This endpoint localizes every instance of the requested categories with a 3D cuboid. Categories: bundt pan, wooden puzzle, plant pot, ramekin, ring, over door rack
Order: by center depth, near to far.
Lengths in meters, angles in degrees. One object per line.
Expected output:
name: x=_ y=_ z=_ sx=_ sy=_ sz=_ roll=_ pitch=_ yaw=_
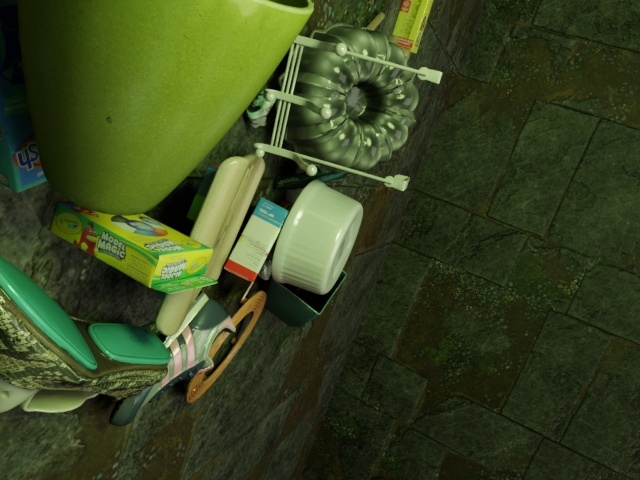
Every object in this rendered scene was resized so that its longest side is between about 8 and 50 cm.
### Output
plant pot: x=-0.194 y=-0.180 z=0.551 sx=0.293 sy=0.275 sz=0.275 roll=-59 pitch=167 yaw=29
over door rack: x=0.051 y=-0.236 z=0.952 sx=0.108 sy=0.324 sz=0.239 roll=-93 pitch=-164 yaw=-66
wooden puzzle: x=-0.213 y=-0.022 z=0.968 sx=0.348 sy=0.081 sz=0.322 roll=-88 pitch=-158 yaw=-80
bundt pan: x=0.079 y=-0.296 z=1.095 sx=0.331 sy=0.124 sz=0.330 roll=-10 pitch=111 yaw=-27
ramekin: x=0.000 y=0.000 z=1.269 sx=0.277 sy=0.135 sz=0.277 roll=23 pitch=90 yaw=-78
ring: x=-0.248 y=0.269 z=1.324 sx=0.336 sy=0.032 sz=0.336 roll=-55 pitch=172 yaw=-11
plant pot: x=-0.069 y=0.155 z=1.521 sx=0.165 sy=0.165 sz=0.234 roll=-52 pitch=180 yaw=-36

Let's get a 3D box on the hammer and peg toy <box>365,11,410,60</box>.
hammer and peg toy: x=0.165 y=-0.474 z=1.485 sx=0.266 sy=0.127 sz=0.361 roll=-56 pitch=159 yaw=-27

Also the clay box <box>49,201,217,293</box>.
clay box: x=-0.262 y=0.006 z=0.747 sx=0.127 sy=0.222 sz=0.053 roll=-11 pitch=123 yaw=-69

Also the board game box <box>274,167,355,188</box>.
board game box: x=-0.009 y=-0.165 z=1.322 sx=0.126 sy=0.186 sz=0.026 roll=-9 pitch=88 yaw=-68

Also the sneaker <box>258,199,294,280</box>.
sneaker: x=-0.108 y=0.006 z=1.379 sx=0.225 sy=0.093 sz=0.088 roll=-67 pitch=163 yaw=6

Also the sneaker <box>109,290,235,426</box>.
sneaker: x=-0.299 y=0.264 z=1.068 sx=0.319 sy=0.131 sz=0.112 roll=-55 pitch=-164 yaw=-25

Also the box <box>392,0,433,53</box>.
box: x=0.298 y=-0.725 z=1.616 sx=0.058 sy=0.087 sz=0.232 roll=-25 pitch=137 yaw=-60

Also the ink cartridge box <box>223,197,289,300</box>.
ink cartridge box: x=-0.163 y=0.024 z=1.206 sx=0.231 sy=0.078 sz=0.134 roll=-63 pitch=-175 yaw=-10

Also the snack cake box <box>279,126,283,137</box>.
snack cake box: x=0.022 y=-0.341 z=1.220 sx=0.264 sy=0.152 sz=0.089 roll=-67 pitch=162 yaw=6

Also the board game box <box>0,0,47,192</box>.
board game box: x=-0.327 y=-0.183 z=0.613 sx=0.160 sy=0.047 sz=0.210 roll=-45 pitch=153 yaw=-48

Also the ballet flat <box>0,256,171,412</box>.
ballet flat: x=-0.390 y=0.181 z=0.757 sx=0.182 sy=0.164 sz=0.483 roll=-41 pitch=158 yaw=-9

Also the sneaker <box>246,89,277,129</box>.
sneaker: x=-0.124 y=-0.274 z=1.088 sx=0.098 sy=0.038 sz=0.069 roll=-49 pitch=160 yaw=-32
